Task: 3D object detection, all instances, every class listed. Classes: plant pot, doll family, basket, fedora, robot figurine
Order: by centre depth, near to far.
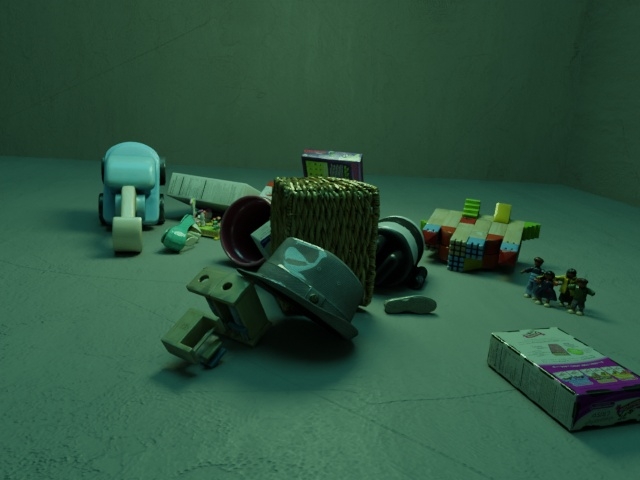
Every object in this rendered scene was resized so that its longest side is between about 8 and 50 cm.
[{"bbox_3d":[-0.021,0.082,1.110,0.275,0.124,0.244,32,-11,5],"label":"fedora"},{"bbox_3d":[0.000,0.000,1.319,0.222,0.300,0.213,-3,14,-15],"label":"basket"},{"bbox_3d":[0.605,0.112,1.419,0.192,0.112,0.076,13,17,31],"label":"doll family"},{"bbox_3d":[0.188,0.030,1.515,0.173,0.209,0.278,-8,10,23],"label":"robot figurine"},{"bbox_3d":[-0.162,-0.021,1.605,0.201,0.202,0.180,11,0,26],"label":"plant pot"}]

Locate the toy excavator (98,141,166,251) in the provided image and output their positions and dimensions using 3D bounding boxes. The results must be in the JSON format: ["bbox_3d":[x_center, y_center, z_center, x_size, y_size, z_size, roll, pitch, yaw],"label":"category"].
[{"bbox_3d":[-0.620,-0.146,1.788,0.222,0.434,0.445,0,-13,-15],"label":"toy excavator"}]

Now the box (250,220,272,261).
[{"bbox_3d":[-0.093,0.009,1.456,0.126,0.137,0.072,-38,31,-14],"label":"box"}]

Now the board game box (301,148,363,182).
[{"bbox_3d":[0.052,-0.174,1.975,0.208,0.347,0.056,11,51,15],"label":"board game box"}]

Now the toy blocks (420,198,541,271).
[{"bbox_3d":[0.469,0.007,1.719,0.380,0.191,0.261,11,27,22],"label":"toy blocks"}]

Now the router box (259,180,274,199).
[{"bbox_3d":[-0.058,-0.080,1.846,0.335,0.082,0.301,7,35,12],"label":"router box"}]

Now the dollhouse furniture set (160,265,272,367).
[{"bbox_3d":[-0.211,0.166,1.051,0.128,0.129,0.184,13,47,33],"label":"dollhouse furniture set"}]

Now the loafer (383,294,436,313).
[{"bbox_3d":[0.212,0.149,1.313,0.125,0.045,0.039,-1,8,-7],"label":"loafer"}]

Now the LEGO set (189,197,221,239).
[{"bbox_3d":[-0.386,-0.077,1.881,0.132,0.107,0.287,-6,17,-33],"label":"LEGO set"}]

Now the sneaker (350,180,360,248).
[{"bbox_3d":[0.089,-0.059,1.625,0.107,0.279,0.118,10,-22,2],"label":"sneaker"}]

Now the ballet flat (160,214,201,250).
[{"bbox_3d":[-0.425,-0.017,1.738,0.087,0.083,0.247,28,14,-5],"label":"ballet flat"}]

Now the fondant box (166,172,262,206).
[{"bbox_3d":[-0.367,-0.158,2.066,0.330,0.096,0.238,12,-7,24],"label":"fondant box"}]

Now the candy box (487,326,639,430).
[{"bbox_3d":[0.431,0.236,0.980,0.159,0.071,0.233,-1,16,-17],"label":"candy box"}]
